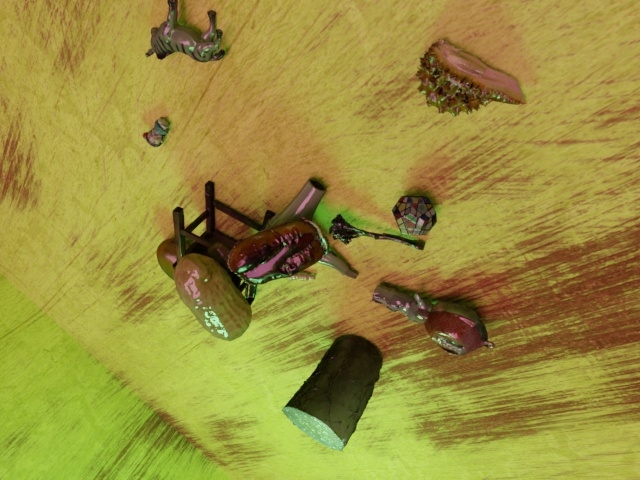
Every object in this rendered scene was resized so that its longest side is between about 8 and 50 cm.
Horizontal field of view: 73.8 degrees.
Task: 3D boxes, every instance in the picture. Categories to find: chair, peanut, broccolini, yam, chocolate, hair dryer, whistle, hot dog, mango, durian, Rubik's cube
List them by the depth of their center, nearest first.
[{"bbox_3d":[0.287,-0.294,0.826,0.224,0.078,0.140,22,132,14],"label":"durian"},{"bbox_3d":[0.227,-0.060,1.027,0.093,0.111,0.111,41,140,34],"label":"Rubik's cube"},{"bbox_3d":[0.144,-0.008,1.112,0.254,0.058,0.071,13,147,11],"label":"broccolini"},{"bbox_3d":[-0.109,0.036,1.127,0.270,0.082,0.163,-23,128,1],"label":"hot dog"},{"bbox_3d":[-0.267,0.054,1.175,0.064,0.031,0.101,-22,118,37],"label":"chocolate"},{"bbox_3d":[0.307,0.214,1.175,0.346,0.134,0.142,23,168,22],"label":"whistle"},{"bbox_3d":[-0.299,0.158,1.180,0.152,0.152,0.313,3,140,26],"label":"peanut"},{"bbox_3d":[-0.013,-0.033,1.195,0.298,0.119,0.296,12,126,0],"label":"hair dryer"},{"bbox_3d":[-0.321,0.065,1.353,0.240,0.203,0.416,24,130,5],"label":"chair"},{"bbox_3d":[0.049,0.482,1.374,0.240,0.348,0.241,19,131,24],"label":"yam"},{"bbox_3d":[-0.479,0.101,1.518,0.156,0.114,0.251,-24,109,31],"label":"mango"}]

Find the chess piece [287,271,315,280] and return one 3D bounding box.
[{"bbox_3d":[-0.059,0.114,1.356,0.092,0.035,0.035,2,125,23],"label":"chess piece"}]

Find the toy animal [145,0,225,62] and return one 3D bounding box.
[{"bbox_3d":[-0.329,-0.483,1.028,0.216,0.073,0.176,28,139,0],"label":"toy animal"}]

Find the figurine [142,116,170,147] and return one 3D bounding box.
[{"bbox_3d":[-0.479,-0.319,1.247,0.060,0.047,0.106,40,131,-16],"label":"figurine"}]
